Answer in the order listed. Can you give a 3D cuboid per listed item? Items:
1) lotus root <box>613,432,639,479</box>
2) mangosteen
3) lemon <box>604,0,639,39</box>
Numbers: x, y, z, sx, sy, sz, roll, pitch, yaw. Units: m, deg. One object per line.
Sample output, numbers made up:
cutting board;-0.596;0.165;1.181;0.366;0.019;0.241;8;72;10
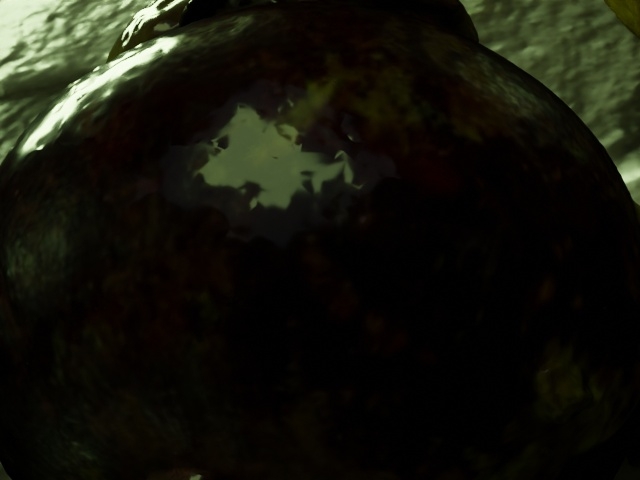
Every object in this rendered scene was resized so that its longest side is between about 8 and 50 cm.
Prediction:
lotus root;0.172;0.032;0.545;0.135;0.095;0.159;-44;4;-35
mangosteen;0.000;0.000;0.555;0.192;0.192;0.217;-5;50;17
lemon;0.178;-0.143;0.665;0.188;0.188;0.257;-5;36;17
